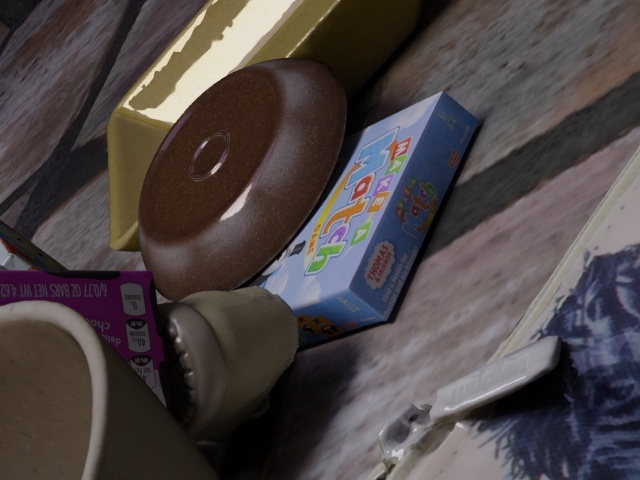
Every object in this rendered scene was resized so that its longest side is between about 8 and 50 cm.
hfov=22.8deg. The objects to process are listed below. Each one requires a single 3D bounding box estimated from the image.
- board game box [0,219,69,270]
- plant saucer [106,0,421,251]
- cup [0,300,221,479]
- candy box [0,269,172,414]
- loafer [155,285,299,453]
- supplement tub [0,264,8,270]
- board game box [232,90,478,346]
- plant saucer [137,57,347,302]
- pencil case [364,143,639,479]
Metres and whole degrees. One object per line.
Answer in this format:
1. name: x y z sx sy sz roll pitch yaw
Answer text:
1. board game box: -0.258 0.082 1.304 0.144 0.142 0.275 -53 21 -3
2. plant saucer: -0.043 -0.149 1.326 0.333 0.081 0.332 -47 22 12
3. cup: -0.115 0.223 0.609 0.331 0.237 0.331 -36 28 23
4. candy box: -0.154 0.134 0.828 0.071 0.159 0.233 -26 69 50
5. loafer: -0.083 0.091 0.999 0.092 0.101 0.268 -14 -6 -23
6. supplement tub: -0.284 0.146 0.983 0.272 0.191 0.191 -25 21 -3
7. board game box: 0.000 0.000 1.045 0.211 0.039 0.160 -21 36 52
8. plant saucer: -0.066 -0.051 1.099 0.199 0.036 0.198 -33 39 31
9. pencil case: 0.170 -0.016 0.511 0.410 0.183 0.160 -57 20 -15
